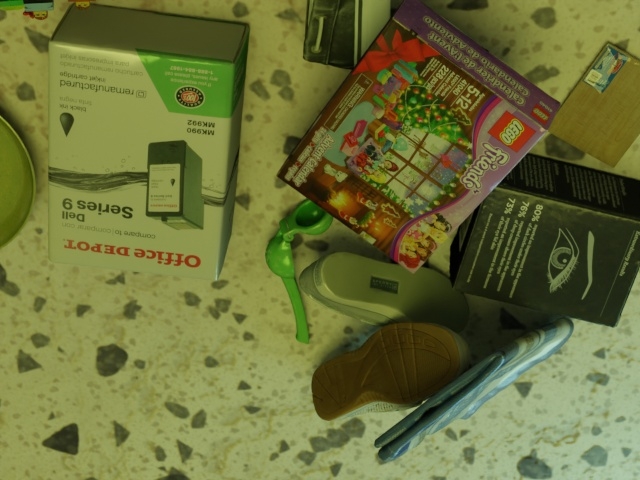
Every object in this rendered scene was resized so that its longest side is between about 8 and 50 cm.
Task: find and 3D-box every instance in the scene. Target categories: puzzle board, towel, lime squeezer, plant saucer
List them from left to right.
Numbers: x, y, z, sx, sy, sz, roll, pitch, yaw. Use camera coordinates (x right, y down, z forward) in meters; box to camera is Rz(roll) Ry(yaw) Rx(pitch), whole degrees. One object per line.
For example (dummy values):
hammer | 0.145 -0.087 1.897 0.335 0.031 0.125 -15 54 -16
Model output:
plant saucer | -0.461 -0.086 1.847 0.241 0.037 0.241 2 120 3
lime squeezer | 0.000 0.000 1.849 0.110 0.059 0.310 24 118 -9
towel | 0.191 0.175 1.825 0.209 0.285 0.034 -41 78 22
puzzle board | 0.335 -0.156 1.757 0.096 0.011 0.128 28 118 -10

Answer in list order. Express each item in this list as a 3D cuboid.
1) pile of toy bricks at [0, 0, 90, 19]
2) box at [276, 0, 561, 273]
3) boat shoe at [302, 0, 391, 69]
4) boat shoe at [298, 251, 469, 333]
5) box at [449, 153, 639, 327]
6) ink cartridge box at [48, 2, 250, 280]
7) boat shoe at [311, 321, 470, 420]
pile of toy bricks | -0.338 -0.287 1.693 0.212 0.118 0.105 -3 153 -4
box | 0.100 -0.109 1.677 0.201 0.057 0.293 35 137 -4
boat shoe | 0.015 -0.311 1.606 0.119 0.121 0.335 -2 131 2
boat shoe | 0.077 0.065 1.868 0.227 0.079 0.081 18 164 -29
box | 0.272 -0.005 1.793 0.207 0.108 0.153 14 120 -4
ink cartridge box | -0.201 -0.110 1.763 0.211 0.121 0.289 7 121 1
boat shoe | 0.101 0.160 1.875 0.096 0.098 0.277 2 164 -36
